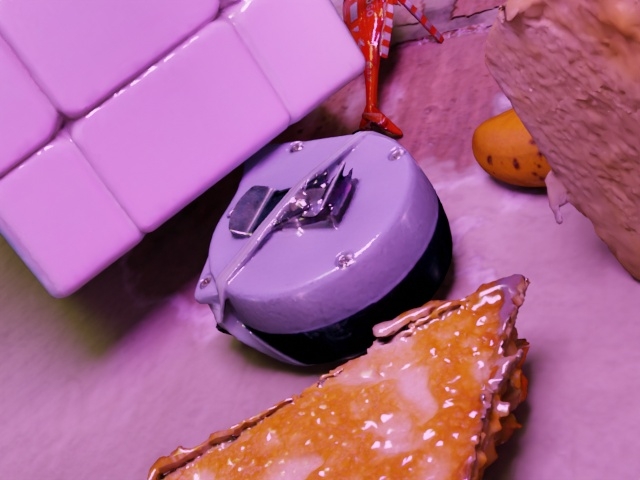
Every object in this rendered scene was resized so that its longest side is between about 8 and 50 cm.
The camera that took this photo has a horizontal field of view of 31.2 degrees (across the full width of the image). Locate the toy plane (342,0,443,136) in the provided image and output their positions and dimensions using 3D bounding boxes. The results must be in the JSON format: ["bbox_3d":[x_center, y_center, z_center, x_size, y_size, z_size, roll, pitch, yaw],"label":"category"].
[{"bbox_3d":[0.053,-0.172,1.034,0.077,0.126,0.194,-35,64,47],"label":"toy plane"}]

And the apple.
[{"bbox_3d":[0.274,-0.078,0.636,0.309,0.314,0.252,176,99,-68],"label":"apple"}]

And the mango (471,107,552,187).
[{"bbox_3d":[0.166,-0.077,0.862,0.114,0.057,0.079,2,56,38],"label":"mango"}]

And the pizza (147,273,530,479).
[{"bbox_3d":[0.005,0.146,0.705,0.251,0.074,0.288,0,46,31],"label":"pizza"}]

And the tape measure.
[{"bbox_3d":[0.004,0.000,0.843,0.181,0.107,0.182,-12,39,31],"label":"tape measure"}]

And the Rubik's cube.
[{"bbox_3d":[-0.212,-0.188,0.955,0.318,0.316,0.322,-39,23,-12],"label":"Rubik's cube"}]
